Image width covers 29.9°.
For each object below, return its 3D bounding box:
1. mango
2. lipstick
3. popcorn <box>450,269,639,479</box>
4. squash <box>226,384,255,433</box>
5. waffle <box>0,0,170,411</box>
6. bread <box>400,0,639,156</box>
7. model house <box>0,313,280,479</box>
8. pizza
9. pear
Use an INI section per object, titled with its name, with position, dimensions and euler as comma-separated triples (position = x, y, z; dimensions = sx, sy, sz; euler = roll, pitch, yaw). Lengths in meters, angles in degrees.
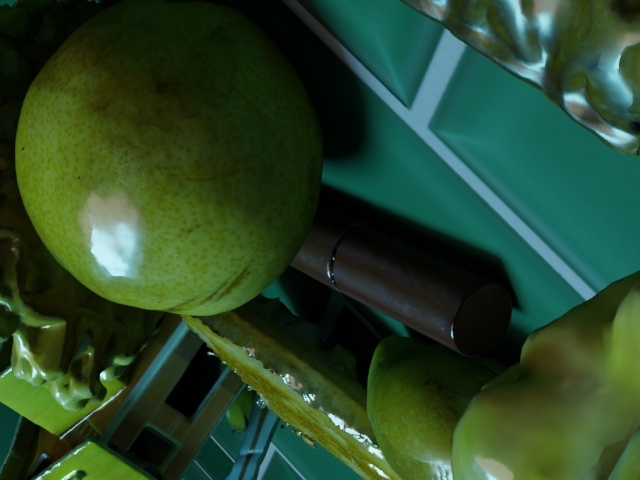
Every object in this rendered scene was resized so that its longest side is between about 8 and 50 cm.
[mango]
position = 0.093, 0.127, 0.860
dimensions = 0.233, 0.111, 0.125
euler = 41, 151, 59
[lipstick]
position = 0.000, 0.000, 0.897
dimensions = 0.356, 0.057, 0.057
euler = 25, 150, 49
[popcorn]
position = 0.168, 0.179, 0.443
dimensions = 0.349, 0.381, 0.349
euler = 34, 138, 37
[squash]
position = -0.100, 0.197, 1.493
dimensions = 0.052, 0.052, 0.183
euler = 42, 158, 20
[waffle]
position = -0.193, -0.042, 0.927
dimensions = 0.068, 0.325, 0.302
euler = -11, 117, 21
[bread]
position = 0.053, -0.136, 0.482
dimensions = 0.269, 0.098, 0.087
euler = 40, 117, 27
[model house]
position = -0.201, 0.192, 1.196
dimensions = 0.300, 0.324, 0.340
euler = 39, 171, -30
[pizza]
position = 0.017, 0.143, 1.072
dimensions = 0.323, 0.089, 0.223
euler = 34, 167, 22
[pear]
position = -0.099, -0.060, 0.792
dimensions = 0.209, 0.209, 0.209
euler = 42, 160, 20
